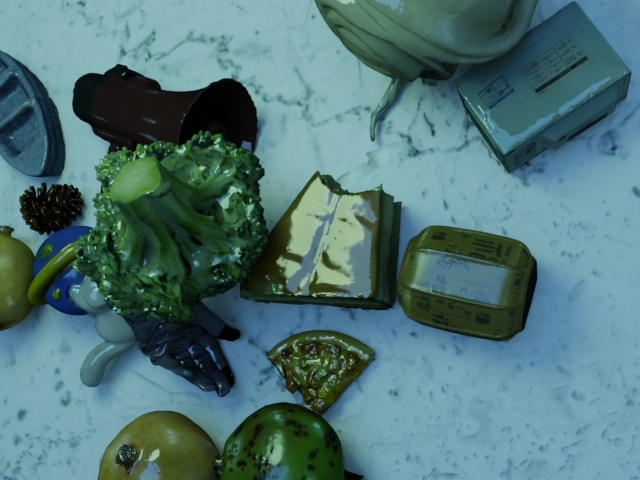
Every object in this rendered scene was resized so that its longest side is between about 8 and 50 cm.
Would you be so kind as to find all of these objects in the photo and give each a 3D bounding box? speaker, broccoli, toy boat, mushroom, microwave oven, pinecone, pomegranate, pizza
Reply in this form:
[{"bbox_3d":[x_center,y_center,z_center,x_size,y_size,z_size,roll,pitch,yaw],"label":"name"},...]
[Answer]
[{"bbox_3d":[-0.285,-0.170,1.334,0.329,0.198,0.259,14,125,33],"label":"speaker"},{"bbox_3d":[-0.217,-0.026,1.088,0.235,0.259,0.288,-11,58,40],"label":"broccoli"},{"bbox_3d":[-0.571,-0.230,1.440,0.127,0.078,0.283,-35,73,8],"label":"toy boat"},{"bbox_3d":[0.113,-0.314,1.263,0.068,0.043,0.307,-7,79,31],"label":"mushroom"},{"bbox_3d":[0.329,-0.221,1.131,0.208,0.122,0.162,-33,73,10],"label":"microwave oven"},{"bbox_3d":[-0.488,-0.062,1.383,0.109,0.102,0.102,-18,74,-15],"label":"pinecone"},{"bbox_3d":[-0.583,0.058,1.344,0.196,0.196,0.196,-3,80,17],"label":"pomegranate"},{"bbox_3d":[-0.030,0.349,1.116,0.263,0.211,0.211,15,85,-9],"label":"pomegranate"},{"bbox_3d":[0.002,0.207,1.201,0.174,0.046,0.134,-12,77,15],"label":"pizza"},{"bbox_3d":[-0.251,0.363,1.182,0.191,0.191,0.191,-3,80,17],"label":"pomegranate"}]

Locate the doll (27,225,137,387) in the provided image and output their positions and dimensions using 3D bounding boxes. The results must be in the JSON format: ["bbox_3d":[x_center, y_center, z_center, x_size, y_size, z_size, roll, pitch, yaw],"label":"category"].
[{"bbox_3d":[-0.350,0.057,1.282,0.311,0.159,0.243,-37,69,-1],"label":"doll"}]

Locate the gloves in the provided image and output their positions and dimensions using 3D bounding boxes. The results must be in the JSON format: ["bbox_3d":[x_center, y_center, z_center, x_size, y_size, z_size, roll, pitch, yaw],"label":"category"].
[{"bbox_3d":[-0.233,0.135,1.219,0.142,0.119,0.285,-39,100,-5],"label":"gloves"}]

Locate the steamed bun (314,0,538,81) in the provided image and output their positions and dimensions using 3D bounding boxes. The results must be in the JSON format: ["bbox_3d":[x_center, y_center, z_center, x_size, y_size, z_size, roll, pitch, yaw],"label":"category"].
[{"bbox_3d":[0.130,-0.360,1.081,0.367,0.342,0.255,26,98,59],"label":"steamed bun"}]

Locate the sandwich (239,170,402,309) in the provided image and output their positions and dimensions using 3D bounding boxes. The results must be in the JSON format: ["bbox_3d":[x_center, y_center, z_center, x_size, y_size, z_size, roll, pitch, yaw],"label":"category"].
[{"bbox_3d":[0.000,0.000,1.182,0.227,0.155,0.199,1,79,18],"label":"sandwich"}]

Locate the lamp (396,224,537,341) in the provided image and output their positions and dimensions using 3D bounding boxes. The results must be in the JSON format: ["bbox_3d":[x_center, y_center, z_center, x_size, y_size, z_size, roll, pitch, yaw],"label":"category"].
[{"bbox_3d":[0.214,0.062,1.104,0.185,0.161,0.161,9,83,21],"label":"lamp"}]
